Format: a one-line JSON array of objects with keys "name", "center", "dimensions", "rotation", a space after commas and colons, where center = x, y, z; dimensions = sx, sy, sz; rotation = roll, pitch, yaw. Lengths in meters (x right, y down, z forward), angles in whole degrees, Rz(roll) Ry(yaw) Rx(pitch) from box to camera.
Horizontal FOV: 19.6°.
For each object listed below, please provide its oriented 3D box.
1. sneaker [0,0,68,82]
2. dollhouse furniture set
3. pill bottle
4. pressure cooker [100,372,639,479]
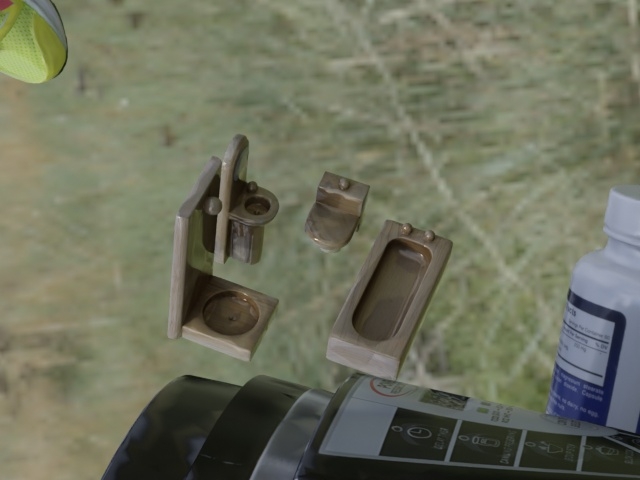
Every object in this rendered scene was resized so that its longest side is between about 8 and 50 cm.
[{"name": "sneaker", "center": [-0.248, -0.136, 1.135], "dimensions": [0.081, 0.208, 0.094], "rotation": [-18, 55, 45]}, {"name": "dollhouse furniture set", "center": [0.000, 0.000, 1.213], "dimensions": [0.123, 0.151, 0.144], "rotation": [98, -165, -49]}, {"name": "pill bottle", "center": [0.178, 0.059, 1.018], "dimensions": [0.094, 0.094, 0.169], "rotation": [-133, 50, -71]}, {"name": "pressure cooker", "center": [0.012, 0.256, 0.824], "dimensions": [0.370, 0.420, 0.375], "rotation": [95, -167, -45]}]
